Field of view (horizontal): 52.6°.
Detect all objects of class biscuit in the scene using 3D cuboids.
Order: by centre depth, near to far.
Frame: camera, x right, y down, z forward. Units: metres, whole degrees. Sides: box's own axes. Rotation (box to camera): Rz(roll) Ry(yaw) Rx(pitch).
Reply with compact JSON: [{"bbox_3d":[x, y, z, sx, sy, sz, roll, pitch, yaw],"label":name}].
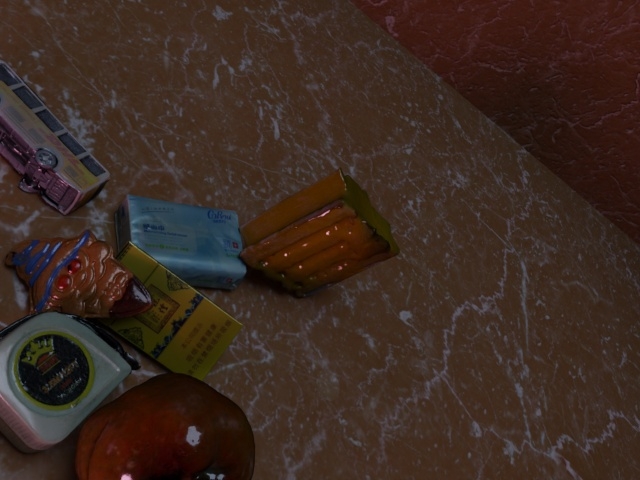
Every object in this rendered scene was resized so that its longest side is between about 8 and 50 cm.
[{"bbox_3d":[-0.437,0.072,1.174,0.280,0.043,0.183,21,75,3],"label":"biscuit"}]

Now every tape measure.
[{"bbox_3d":[-0.449,0.213,1.081,0.207,0.115,0.235,50,37,-8],"label":"tape measure"}]

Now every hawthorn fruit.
[{"bbox_3d":[-0.228,0.346,1.026,0.268,0.301,0.267,5,82,-41],"label":"hawthorn fruit"}]

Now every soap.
[{"bbox_3d":[0.000,0.000,1.453,0.259,0.281,0.143,41,29,-45],"label":"soap"}]

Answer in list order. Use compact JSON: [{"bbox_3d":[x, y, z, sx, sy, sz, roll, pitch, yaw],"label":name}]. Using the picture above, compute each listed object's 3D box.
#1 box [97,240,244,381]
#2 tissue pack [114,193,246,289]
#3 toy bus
[{"bbox_3d":[-0.304,0.143,1.249,0.279,0.041,0.153,39,81,-13],"label":"box"},{"bbox_3d":[-0.294,0.005,1.384,0.263,0.089,0.177,10,54,-37],"label":"tissue pack"},{"bbox_3d":[-0.580,-0.210,1.285,0.342,0.097,0.138,48,39,-3],"label":"toy bus"}]
